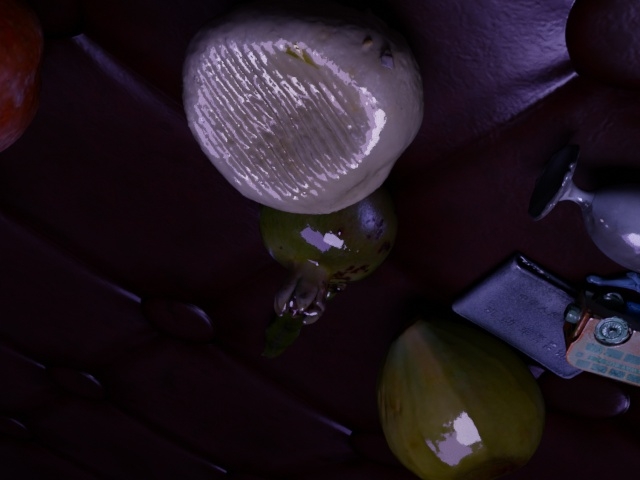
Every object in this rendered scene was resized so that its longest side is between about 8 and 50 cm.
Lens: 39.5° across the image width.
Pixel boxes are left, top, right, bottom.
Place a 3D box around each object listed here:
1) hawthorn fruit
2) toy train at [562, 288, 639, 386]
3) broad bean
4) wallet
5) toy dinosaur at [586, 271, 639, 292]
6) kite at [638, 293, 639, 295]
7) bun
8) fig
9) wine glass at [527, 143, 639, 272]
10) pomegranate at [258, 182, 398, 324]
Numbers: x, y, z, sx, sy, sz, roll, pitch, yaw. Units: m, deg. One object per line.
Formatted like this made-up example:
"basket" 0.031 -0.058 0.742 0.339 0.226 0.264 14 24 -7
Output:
"hawthorn fruit" -0.465 -0.206 1.051 0.284 0.284 0.284 14 144 10
"toy train" 0.400 0.129 1.160 0.188 0.072 0.099 16 127 -1
"broad bean" -0.044 0.125 1.445 0.060 0.043 0.297 20 145 -15
"wallet" 0.316 0.111 1.250 0.222 0.036 0.167 30 144 -11
"toy dinosaur" 0.425 0.048 1.108 0.197 0.045 0.080 2 154 36
"kite" 0.576 0.124 1.159 0.335 0.011 0.314 22 144 -1
"bun" -0.013 -0.151 0.969 0.259 0.160 0.259 7 121 12
"fig" 0.197 0.225 1.311 0.239 0.239 0.271 -12 110 38
"wine glass" 0.352 -0.022 1.004 0.222 0.103 0.103 25 144 -6
"pomegranate" -0.008 -0.013 1.110 0.179 0.210 0.179 34 146 27
